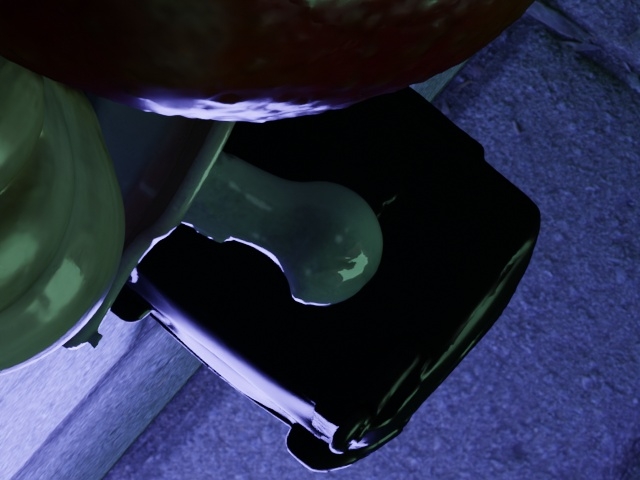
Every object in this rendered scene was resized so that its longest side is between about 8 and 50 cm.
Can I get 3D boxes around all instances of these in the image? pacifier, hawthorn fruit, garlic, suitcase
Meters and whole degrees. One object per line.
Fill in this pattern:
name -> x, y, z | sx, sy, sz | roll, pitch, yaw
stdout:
pacifier -> -0.097, -0.046, 1.428 | 0.220, 0.273, 0.332 | -26, 162, -45
hawthorn fruit -> -0.058, -0.184, 0.812 | 0.369, 0.284, 0.284 | -17, 152, -38
garlic -> -0.204, -0.012, 1.006 | 0.203, 0.184, 0.281 | -36, 175, 1
suitcase -> 0.000, 0.000, 1.821 | 0.339, 0.345, 0.188 | -50, 168, -14
